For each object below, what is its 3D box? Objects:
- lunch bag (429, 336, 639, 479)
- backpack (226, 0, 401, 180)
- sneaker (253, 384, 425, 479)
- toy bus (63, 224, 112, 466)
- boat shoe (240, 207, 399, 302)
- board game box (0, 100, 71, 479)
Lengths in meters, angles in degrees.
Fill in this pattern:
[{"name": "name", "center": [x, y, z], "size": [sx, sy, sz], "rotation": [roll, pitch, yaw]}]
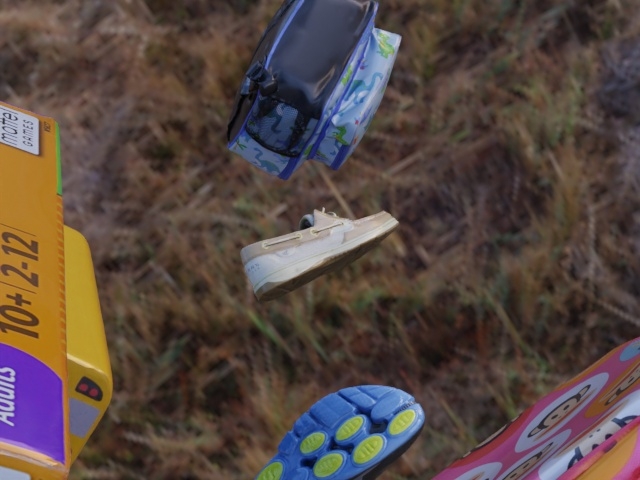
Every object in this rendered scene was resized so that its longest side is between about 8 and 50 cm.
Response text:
[{"name": "lunch bag", "center": [0.098, 0.164, 0.772], "size": [0.293, 0.258, 0.120], "rotation": [-40, 86, 1]}, {"name": "backpack", "center": [-0.007, -0.091, 1.006], "size": [0.105, 0.084, 0.114], "rotation": [-66, 8, -31]}, {"name": "sneaker", "center": [0.005, 0.171, 1.161], "size": [0.188, 0.078, 0.067], "rotation": [-47, 51, 20]}, {"name": "toy bus", "center": [-0.248, 0.068, 1.309], "size": [0.130, 0.108, 0.333], "rotation": [-58, 21, 14]}, {"name": "boat shoe", "center": [0.000, 0.000, 1.203], "size": [0.135, 0.045, 0.050], "rotation": [-24, -13, -37]}, {"name": "board game box", "center": [-0.340, 0.105, 0.721], "size": [0.356, 0.356, 0.356], "rotation": [-111, 43, -64]}]
